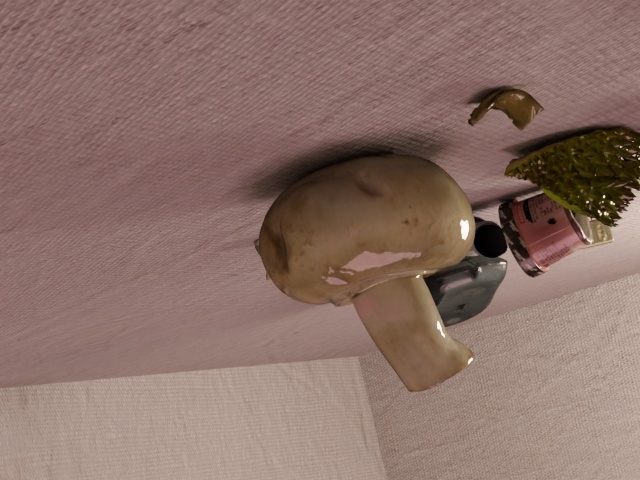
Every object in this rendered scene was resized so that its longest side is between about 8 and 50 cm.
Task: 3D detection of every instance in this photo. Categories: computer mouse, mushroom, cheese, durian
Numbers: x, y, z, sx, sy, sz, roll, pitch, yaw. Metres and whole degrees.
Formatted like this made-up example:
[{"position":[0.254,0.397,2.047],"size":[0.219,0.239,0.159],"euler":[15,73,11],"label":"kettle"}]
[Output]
[{"position":[0.314,0.102,2.708],"size":[0.188,0.121,0.371],"euler":[-15,163,-12],"label":"computer mouse"},{"position":[0.095,0.007,1.669],"size":[0.356,0.315,0.315],"euler":[28,153,-17],"label":"mushroom"},{"position":[0.236,-0.168,1.476],"size":[0.084,0.041,0.060],"euler":[5,157,-12],"label":"cheese"},{"position":[0.431,-0.116,1.882],"size":[0.169,0.158,0.352],"euler":[20,-173,30],"label":"durian"}]

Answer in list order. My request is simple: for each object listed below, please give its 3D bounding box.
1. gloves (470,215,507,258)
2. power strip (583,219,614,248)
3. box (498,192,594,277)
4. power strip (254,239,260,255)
[{"position":[0.285,0.001,2.222],"size":[0.119,0.097,0.229],"euler":[16,167,-15],"label":"gloves"},{"position":[0.601,-0.010,2.644],"size":[0.123,0.056,0.032],"euler":[-13,170,3],"label":"power strip"},{"position":[0.420,-0.026,2.144],"size":[0.135,0.151,0.151],"euler":[-27,164,24],"label":"box"},{"position":[0.000,0.000,2.065],"size":[0.253,0.027,0.060],"euler":[-7,167,-28],"label":"power strip"}]
